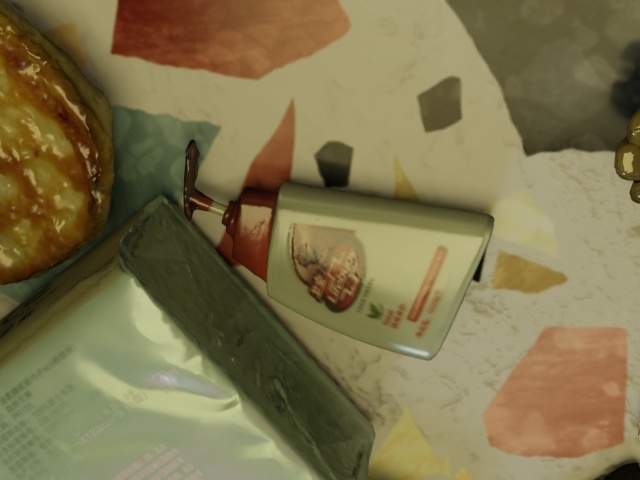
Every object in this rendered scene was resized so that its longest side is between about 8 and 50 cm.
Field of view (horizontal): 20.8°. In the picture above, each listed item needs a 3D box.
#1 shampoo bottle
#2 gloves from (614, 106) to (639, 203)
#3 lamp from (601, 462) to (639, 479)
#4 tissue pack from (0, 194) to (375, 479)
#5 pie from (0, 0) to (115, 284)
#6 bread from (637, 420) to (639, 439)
[{"bbox_3d":[0.000,0.000,1.589,0.284,0.071,0.153,19,112,-2],"label":"shampoo bottle"},{"bbox_3d":[0.398,-0.121,1.446,0.331,0.141,0.154,-31,94,28],"label":"gloves"},{"bbox_3d":[0.334,0.438,1.620,0.205,0.272,0.374,-34,104,18],"label":"lamp"},{"bbox_3d":[-0.204,0.207,1.631,0.405,0.205,0.332,-36,103,20],"label":"tissue pack"},{"bbox_3d":[-0.330,-0.093,1.590,0.315,0.092,0.315,5,116,11],"label":"pie"},{"bbox_3d":[0.392,0.166,1.553,0.178,0.135,0.240,20,127,-1],"label":"bread"}]
